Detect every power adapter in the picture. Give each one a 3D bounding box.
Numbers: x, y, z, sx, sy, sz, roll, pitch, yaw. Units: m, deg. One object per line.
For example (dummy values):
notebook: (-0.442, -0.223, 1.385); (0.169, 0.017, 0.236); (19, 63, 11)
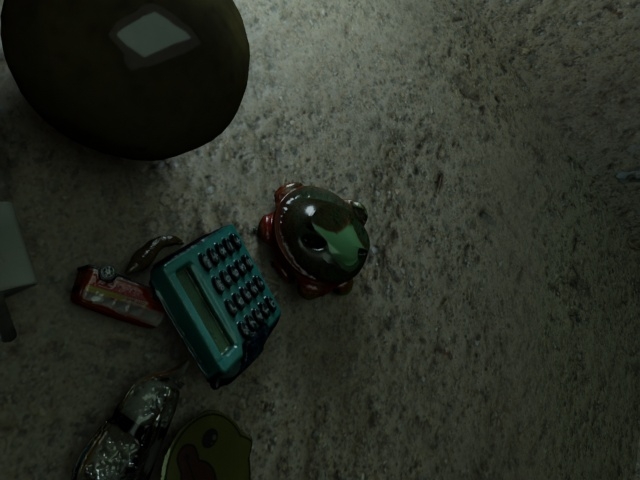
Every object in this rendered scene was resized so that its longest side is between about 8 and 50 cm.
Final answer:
power adapter: (-0.502, 0.060, 0.825); (0.125, 0.130, 0.205); (-16, 88, -62)

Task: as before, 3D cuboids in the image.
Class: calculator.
calculator: (-0.182, 0.111, 1.078); (0.248, 0.058, 0.274); (63, 29, -8)

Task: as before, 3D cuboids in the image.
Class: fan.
fan: (-0.221, 0.439, 0.985); (0.335, 0.011, 0.230); (-26, 101, -53)

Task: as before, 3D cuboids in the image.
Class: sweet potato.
sweet potato: (-0.318, 0.022, 1.061); (0.041, 0.038, 0.153); (60, 36, -10)

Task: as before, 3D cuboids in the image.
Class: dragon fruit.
dragon fruit: (0.000, 0.000, 1.280); (0.295, 0.130, 0.268); (49, 47, -17)

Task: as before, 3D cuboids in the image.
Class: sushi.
sushi: (-0.316, 0.311, 0.931); (0.109, 0.134, 0.273); (18, 72, 0)

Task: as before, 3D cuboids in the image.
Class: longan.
longan: (-0.315, -0.323, 0.973); (0.404, 0.336, 0.405); (3, 85, -32)

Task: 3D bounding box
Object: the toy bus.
toy bus: (-0.345, 0.101, 0.992); (0.174, 0.079, 0.077); (28, 64, -32)
